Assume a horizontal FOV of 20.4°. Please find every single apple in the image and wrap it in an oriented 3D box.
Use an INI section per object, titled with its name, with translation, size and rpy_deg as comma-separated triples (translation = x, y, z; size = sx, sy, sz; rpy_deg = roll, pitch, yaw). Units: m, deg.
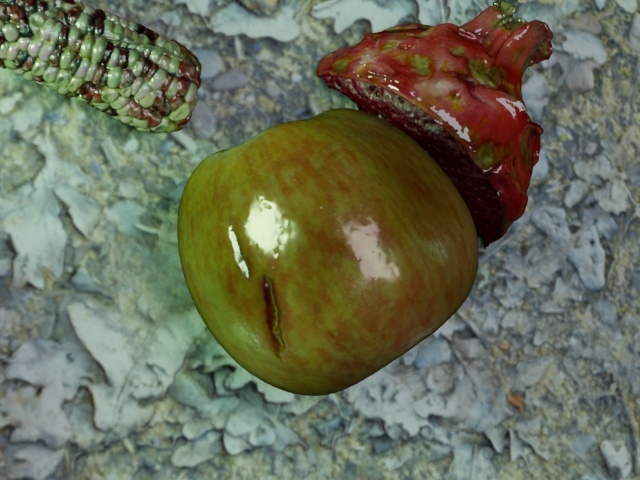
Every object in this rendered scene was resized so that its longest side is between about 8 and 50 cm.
[apple]
translation = 0.000, 0.000, 1.602
size = 0.264, 0.264, 0.264
rpy_deg = 4, 81, -28

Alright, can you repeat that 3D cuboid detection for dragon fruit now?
[dragon fruit]
translation = 0.153, -0.152, 1.774
size = 0.262, 0.134, 0.211
rpy_deg = 41, 63, -18

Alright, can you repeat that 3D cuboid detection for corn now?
[corn]
translation = -0.234, -0.173, 1.593
size = 0.281, 0.092, 0.092
rpy_deg = 19, 74, -22
